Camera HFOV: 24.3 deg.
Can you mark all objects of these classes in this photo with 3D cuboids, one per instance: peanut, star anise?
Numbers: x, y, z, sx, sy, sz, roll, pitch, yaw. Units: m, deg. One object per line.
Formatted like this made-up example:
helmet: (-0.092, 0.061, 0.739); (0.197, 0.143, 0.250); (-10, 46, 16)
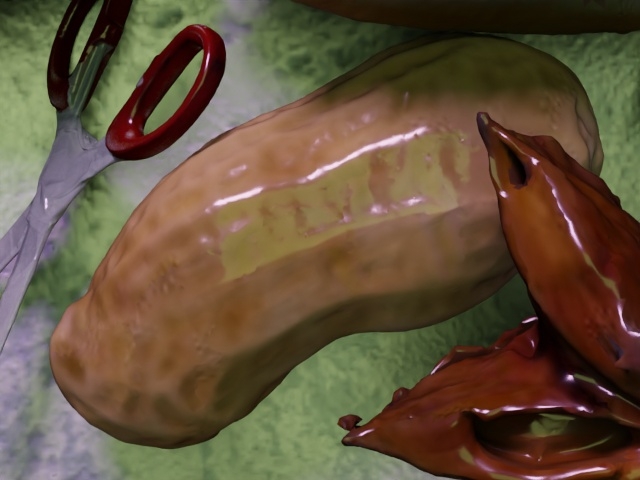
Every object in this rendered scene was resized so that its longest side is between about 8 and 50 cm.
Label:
peanut: (0.000, 0.000, 0.762); (0.305, 0.147, 0.147); (-26, 91, -3)
star anise: (0.146, 0.092, 0.712); (0.237, 0.148, 0.346); (-19, 131, 10)

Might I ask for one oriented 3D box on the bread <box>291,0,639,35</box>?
bread: (0.071, -0.270, 0.729); (0.300, 0.210, 0.341); (-5, 91, -24)

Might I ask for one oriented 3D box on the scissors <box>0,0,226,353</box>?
scissors: (-0.143, -0.018, 0.775); (0.017, 0.144, 0.247); (26, 97, -42)
